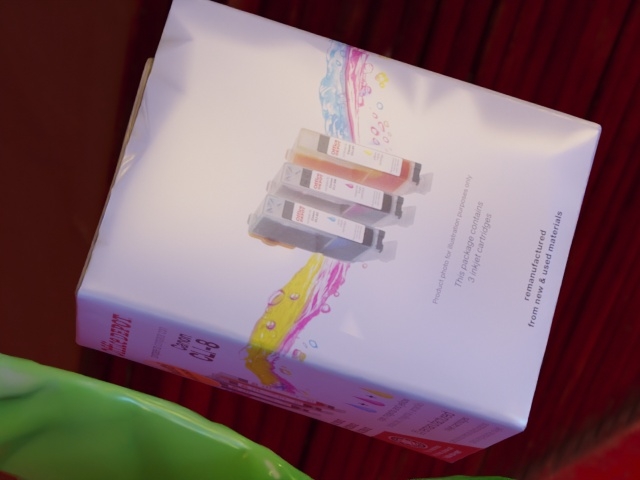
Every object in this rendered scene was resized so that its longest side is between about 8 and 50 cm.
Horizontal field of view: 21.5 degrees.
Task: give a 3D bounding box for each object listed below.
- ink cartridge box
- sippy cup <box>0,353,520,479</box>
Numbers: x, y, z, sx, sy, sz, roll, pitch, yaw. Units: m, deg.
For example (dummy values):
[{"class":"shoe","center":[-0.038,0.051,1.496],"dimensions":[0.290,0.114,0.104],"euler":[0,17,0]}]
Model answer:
[{"class":"ink cartridge box","center":[0.000,0.000,0.678],"dimensions":[0.176,0.128,0.127],"euler":[18,76,-4]},{"class":"sippy cup","center":[-0.024,0.171,0.361],"dimensions":[0.305,0.240,0.224],"euler":[17,7,39]}]
